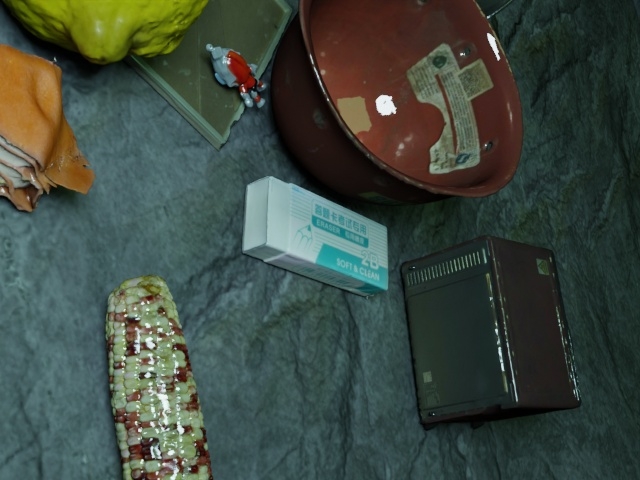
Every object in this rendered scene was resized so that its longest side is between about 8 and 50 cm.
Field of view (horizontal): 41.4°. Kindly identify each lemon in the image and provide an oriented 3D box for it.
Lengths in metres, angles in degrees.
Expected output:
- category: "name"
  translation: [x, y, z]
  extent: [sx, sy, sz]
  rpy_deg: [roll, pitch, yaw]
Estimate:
- category: "lemon"
  translation: [-0.214, -0.316, 0.834]
  extent: [0.245, 0.245, 0.320]
  rpy_deg: [13, 67, -45]

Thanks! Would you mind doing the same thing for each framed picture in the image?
- category: "framed picture"
  translation: [-0.146, -0.280, 1.067]
  extent: [0.211, 0.020, 0.289]
  rpy_deg: [44, 46, -27]

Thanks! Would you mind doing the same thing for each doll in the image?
- category: "doll"
  translation: [-0.106, -0.208, 1.040]
  extent: [0.114, 0.039, 0.057]
  rpy_deg: [36, 79, -47]

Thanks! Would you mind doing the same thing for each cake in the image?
- category: "cake"
  translation: [-0.329, -0.134, 0.745]
  extent: [0.287, 0.098, 0.135]
  rpy_deg: [30, 55, -43]

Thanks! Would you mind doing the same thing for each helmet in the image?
- category: "helmet"
  translation: [0.061, -0.180, 1.096]
  extent: [0.385, 0.230, 0.337]
  rpy_deg: [-4, 76, -40]

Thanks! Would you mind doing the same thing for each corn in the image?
- category: "corn"
  translation: [-0.159, 0.155, 0.820]
  extent: [0.086, 0.086, 0.253]
  rpy_deg: [2, 73, -48]

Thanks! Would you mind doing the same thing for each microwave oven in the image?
- category: "microwave oven"
  translation: [0.240, 0.134, 1.202]
  extent: [0.188, 0.178, 0.247]
  rpy_deg: [10, 67, -46]

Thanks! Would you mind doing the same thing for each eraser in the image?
- category: "eraser"
  translation: [0.000, 0.000, 1.088]
  extent: [0.225, 0.052, 0.095]
  rpy_deg: [22, 61, -41]

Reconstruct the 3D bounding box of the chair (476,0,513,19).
- category: "chair"
  translation: [0.140, -0.522, 1.336]
  extent: [0.401, 0.226, 0.226]
  rpy_deg: [54, 42, -18]
